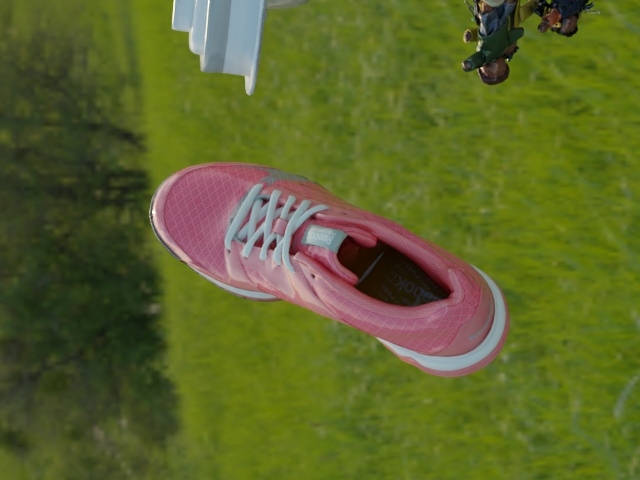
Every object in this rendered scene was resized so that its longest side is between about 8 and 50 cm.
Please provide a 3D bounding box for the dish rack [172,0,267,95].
[{"bbox_3d":[-0.069,-0.307,1.137,0.285,0.072,0.333,-98,14,-54],"label":"dish rack"}]

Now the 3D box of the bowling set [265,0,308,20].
[{"bbox_3d":[-0.092,-0.389,1.636,0.154,0.200,0.287,-6,111,18],"label":"bowling set"}]

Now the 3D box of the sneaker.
[{"bbox_3d":[0.001,0.000,1.176,0.313,0.136,0.116,21,79,17],"label":"sneaker"}]

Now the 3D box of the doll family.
[{"bbox_3d":[0.180,-0.198,1.227,0.076,0.193,0.111,50,157,35],"label":"doll family"}]
